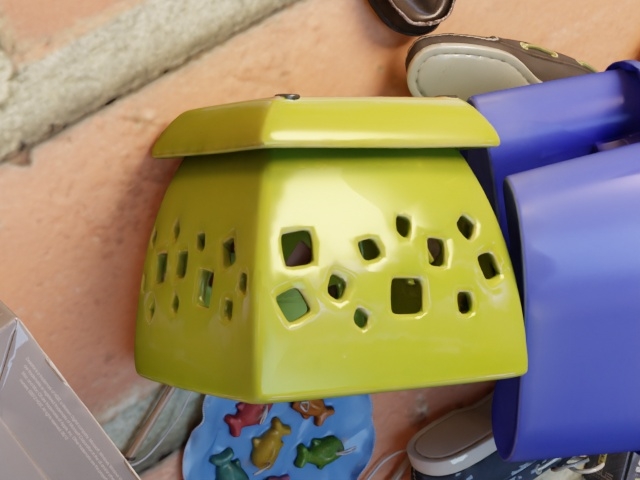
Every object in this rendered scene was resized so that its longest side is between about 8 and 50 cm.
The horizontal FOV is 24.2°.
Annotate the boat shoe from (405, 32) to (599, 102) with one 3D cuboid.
[{"bbox_3d":[0.159,-0.129,1.251,0.228,0.068,0.081,15,126,-32],"label":"boat shoe"}]

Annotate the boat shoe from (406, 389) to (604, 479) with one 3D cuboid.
[{"bbox_3d":[0.193,0.175,1.342,0.254,0.095,0.079,-24,117,-28],"label":"boat shoe"}]

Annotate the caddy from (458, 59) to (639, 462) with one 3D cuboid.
[{"bbox_3d":[0.217,0.022,1.193,0.179,0.241,0.341,-6,129,-5],"label":"caddy"}]

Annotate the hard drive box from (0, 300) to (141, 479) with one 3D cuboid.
[{"bbox_3d":[-0.224,0.107,1.000,0.089,0.232,0.181,-38,119,-14],"label":"hard drive box"}]

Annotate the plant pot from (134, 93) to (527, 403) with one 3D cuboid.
[{"bbox_3d":[0.000,0.000,1.100,0.227,0.228,0.207,-2,92,-28],"label":"plant pot"}]

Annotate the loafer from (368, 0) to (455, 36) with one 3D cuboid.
[{"bbox_3d":[0.072,-0.262,1.150,0.080,0.078,0.220,-18,113,-25],"label":"loafer"}]

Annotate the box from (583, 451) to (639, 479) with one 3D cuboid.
[{"bbox_3d":[0.382,0.161,1.471,0.233,0.059,0.183,7,100,-32],"label":"box"}]

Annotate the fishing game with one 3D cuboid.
[{"bbox_3d":[-0.027,0.175,1.251,0.264,0.041,0.189,38,86,-34],"label":"fishing game"}]
